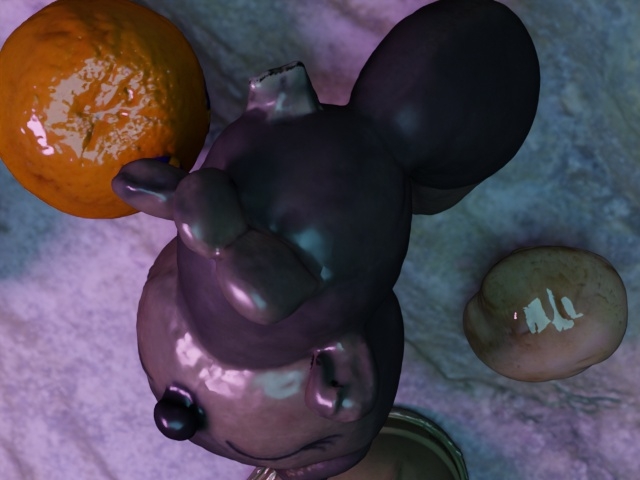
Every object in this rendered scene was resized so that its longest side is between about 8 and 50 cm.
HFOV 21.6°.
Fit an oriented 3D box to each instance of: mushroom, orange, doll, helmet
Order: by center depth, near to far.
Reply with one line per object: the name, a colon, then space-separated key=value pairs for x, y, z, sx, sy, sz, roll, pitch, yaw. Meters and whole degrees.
doll: x=0.023 y=0.025 z=1.306 sx=0.379 sy=0.382 sz=0.252 roll=-24 pitch=67 yaw=-19
orange: x=-0.175 y=-0.105 z=1.329 sx=0.178 sy=0.155 sz=0.177 roll=-4 pitch=112 yaw=-9
mushroom: x=0.191 y=0.060 z=1.425 sx=0.148 sy=0.148 sz=0.112 roll=-5 pitch=70 yaw=-1
helmet: x=0.023 y=0.279 z=1.482 sx=0.204 sy=0.137 sz=0.257 roll=39 pitch=104 yaw=-14
